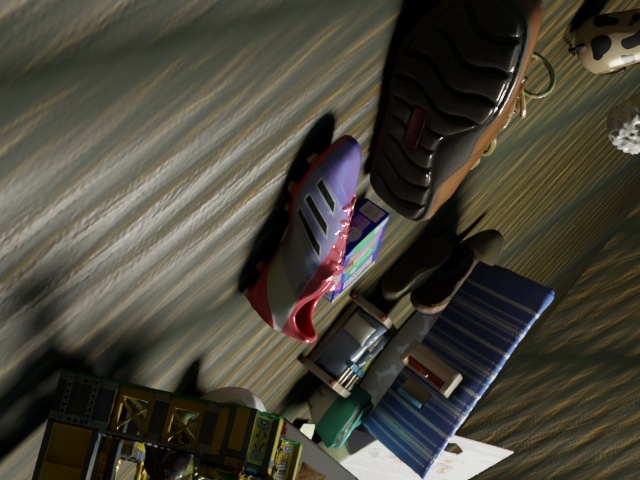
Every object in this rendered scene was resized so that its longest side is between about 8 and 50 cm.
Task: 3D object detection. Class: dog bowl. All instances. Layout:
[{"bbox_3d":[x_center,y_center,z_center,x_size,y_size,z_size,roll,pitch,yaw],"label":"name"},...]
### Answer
[{"bbox_3d":[0.182,0.238,2.330,0.349,0.102,0.349,-47,162,-20],"label":"dog bowl"}]

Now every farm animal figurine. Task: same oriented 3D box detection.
[{"bbox_3d":[0.502,-0.330,1.832,0.327,0.330,0.172,-28,175,21],"label":"farm animal figurine"}]

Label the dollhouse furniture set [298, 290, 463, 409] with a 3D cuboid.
[{"bbox_3d":[0.088,0.185,1.821,0.129,0.184,0.129,-52,163,-4],"label":"dollhouse furniture set"}]

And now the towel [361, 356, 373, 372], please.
[{"bbox_3d":[0.080,0.190,2.118,0.060,0.009,0.083,-51,163,-7],"label":"towel"}]

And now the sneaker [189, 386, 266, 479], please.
[{"bbox_3d":[-0.122,0.246,1.570,0.152,0.114,0.305,-57,174,-39],"label":"sneaker"}]

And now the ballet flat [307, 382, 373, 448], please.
[{"bbox_3d":[0.022,0.259,1.954,0.083,0.087,0.247,-54,173,6],"label":"ballet flat"}]

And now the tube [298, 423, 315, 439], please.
[{"bbox_3d":[-0.080,0.393,2.039,0.240,0.062,0.070,-57,-153,0],"label":"tube"}]

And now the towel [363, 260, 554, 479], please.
[{"bbox_3d":[0.209,0.187,1.943,0.336,0.040,0.243,-55,-160,-3],"label":"towel"}]

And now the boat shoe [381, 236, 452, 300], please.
[{"bbox_3d":[0.141,0.043,1.919,0.135,0.050,0.045,-33,160,-25],"label":"boat shoe"}]

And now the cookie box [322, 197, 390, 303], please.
[{"bbox_3d":[0.035,0.013,1.579,0.092,0.040,0.107,-43,162,-32],"label":"cookie box"}]

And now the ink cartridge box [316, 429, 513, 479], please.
[{"bbox_3d":[0.140,0.374,2.191,0.296,0.066,0.261,22,129,-42],"label":"ink cartridge box"}]

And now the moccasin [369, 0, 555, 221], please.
[{"bbox_3d":[0.160,-0.159,1.384,0.147,0.139,0.380,-45,162,-26],"label":"moccasin"}]

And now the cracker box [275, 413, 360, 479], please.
[{"bbox_3d":[-0.021,0.385,1.855,0.155,0.232,0.067,-51,162,-4],"label":"cracker box"}]

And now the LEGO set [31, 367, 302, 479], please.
[{"bbox_3d":[-0.145,0.252,1.205,0.331,0.255,0.192,106,-2,-76],"label":"LEGO set"}]

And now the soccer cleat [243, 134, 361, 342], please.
[{"bbox_3d":[0.000,0.000,1.360,0.083,0.095,0.248,-29,152,-54],"label":"soccer cleat"}]

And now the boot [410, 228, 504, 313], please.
[{"bbox_3d":[0.241,0.029,2.094,0.219,0.082,0.106,-40,162,-32],"label":"boot"}]
